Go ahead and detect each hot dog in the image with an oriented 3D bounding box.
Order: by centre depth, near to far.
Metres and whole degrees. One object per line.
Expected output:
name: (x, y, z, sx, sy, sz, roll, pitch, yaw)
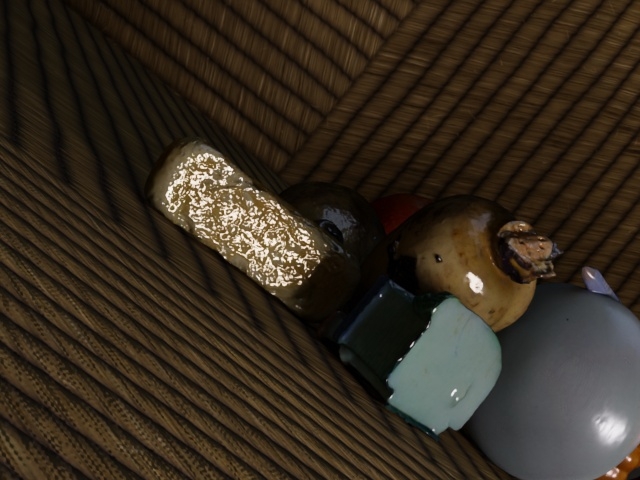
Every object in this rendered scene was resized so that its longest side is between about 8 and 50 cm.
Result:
hot dog: (-0.066, -0.014, 1.590, 0.242, 0.084, 0.073, 36, 6, -26)

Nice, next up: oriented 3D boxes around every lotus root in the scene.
lotus root: (0.119, 0.036, 1.641, 0.154, 0.257, 0.140, 7, 60, -45)
lotus root: (0.000, 0.000, 1.764, 0.138, 0.138, 0.214, 40, 5, 7)

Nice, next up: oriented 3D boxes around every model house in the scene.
model house: (0.073, 0.093, 1.557, 0.149, 0.119, 0.148, 32, -2, 41)

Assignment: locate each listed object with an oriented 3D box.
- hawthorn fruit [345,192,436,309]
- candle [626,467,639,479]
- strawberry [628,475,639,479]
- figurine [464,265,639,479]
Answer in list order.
hawthorn fruit: (0.098, 0.019, 2.011, 0.169, 0.188, 0.169, 42, -3, 3)
candle: (0.476, 0.311, 2.029, 0.221, 0.221, 0.342, 38, 5, -29)
strawberry: (0.353, 0.310, 1.765, 0.131, 0.148, 0.131, 15, 49, -18)
figurine: (0.233, 0.185, 1.831, 0.205, 0.224, 0.382, -2, -17, -11)
